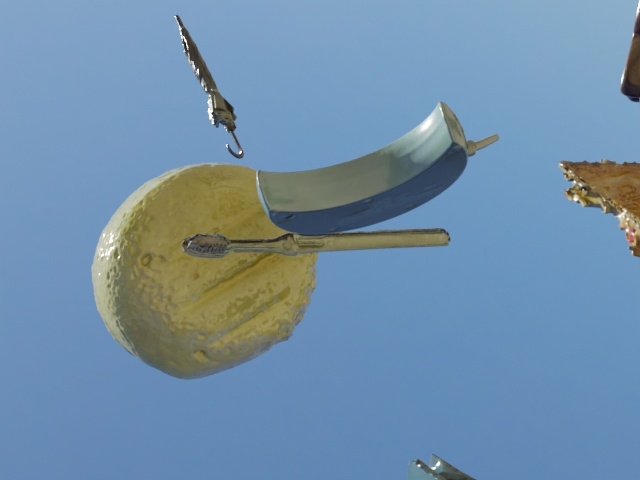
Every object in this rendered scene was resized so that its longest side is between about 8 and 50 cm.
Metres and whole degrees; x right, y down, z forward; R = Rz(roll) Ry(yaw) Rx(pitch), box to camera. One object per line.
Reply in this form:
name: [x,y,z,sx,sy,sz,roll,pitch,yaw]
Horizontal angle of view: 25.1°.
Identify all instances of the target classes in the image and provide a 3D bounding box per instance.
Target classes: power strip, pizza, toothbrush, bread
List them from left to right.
bread: [-0.163,0.040,2.050,0.320,0.320,0.237,30,163,-14]
toothbrush: [-0.001,0.002,1.524,0.294,0.028,0.026,-1,-107,-17]
power strip: [0.055,-0.060,1.273,0.137,0.216,0.044,56,-164,-68]
pizza: [0.473,-0.037,2.076,0.288,0.074,0.251,4,-152,16]

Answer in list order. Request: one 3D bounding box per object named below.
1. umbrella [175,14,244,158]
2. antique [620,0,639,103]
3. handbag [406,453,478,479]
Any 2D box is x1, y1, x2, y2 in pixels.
umbrella: [-0.150,-0.208,1.963,0.044,0.044,0.269,15,-139,-44]
antique: [0.516,-0.281,2.056,0.143,0.256,0.121,15,-172,14]
handbag: [0.131,0.354,1.539,0.057,0.221,0.144,-4,-162,-36]
